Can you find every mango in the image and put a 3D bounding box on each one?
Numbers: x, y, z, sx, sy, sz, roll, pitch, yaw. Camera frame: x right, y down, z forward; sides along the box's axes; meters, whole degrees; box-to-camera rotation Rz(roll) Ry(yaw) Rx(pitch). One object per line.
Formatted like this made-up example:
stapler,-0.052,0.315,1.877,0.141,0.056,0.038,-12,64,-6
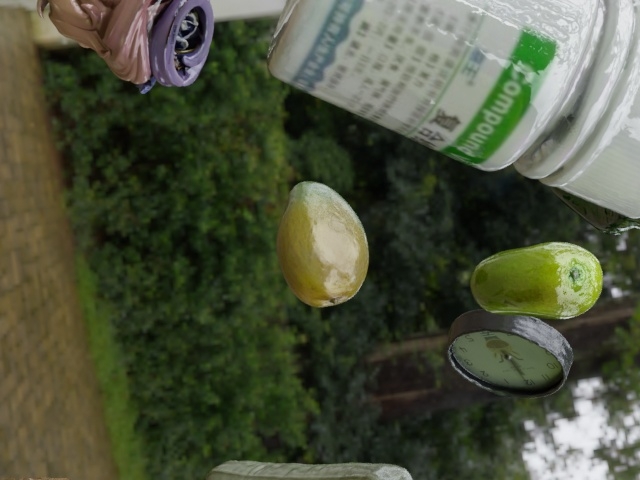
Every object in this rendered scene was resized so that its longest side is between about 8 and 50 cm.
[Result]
mango,0.247,0.051,1.355,0.117,0.163,0.089,7,74,-56
mango,0.000,0.000,1.511,0.092,0.130,0.195,-54,-141,36

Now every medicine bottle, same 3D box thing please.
medicine bottle,0.099,-0.109,0.661,0.139,0.237,0.139,-157,-90,-79

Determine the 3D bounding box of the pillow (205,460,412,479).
pillow,0.006,0.358,1.249,0.322,0.120,0.255,-10,-84,51

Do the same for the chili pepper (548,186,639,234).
chili pepper,0.257,-0.092,0.953,0.213,0.167,0.385,39,4,-2

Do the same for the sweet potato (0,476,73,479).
sweet potato,-0.377,0.340,1.482,0.251,0.097,0.097,4,76,-61

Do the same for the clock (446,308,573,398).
clock,0.272,0.167,1.698,0.184,0.184,0.040,89,19,-54

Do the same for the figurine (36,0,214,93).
figurine,-0.172,-0.198,1.016,0.114,0.157,0.126,-79,-175,-62
